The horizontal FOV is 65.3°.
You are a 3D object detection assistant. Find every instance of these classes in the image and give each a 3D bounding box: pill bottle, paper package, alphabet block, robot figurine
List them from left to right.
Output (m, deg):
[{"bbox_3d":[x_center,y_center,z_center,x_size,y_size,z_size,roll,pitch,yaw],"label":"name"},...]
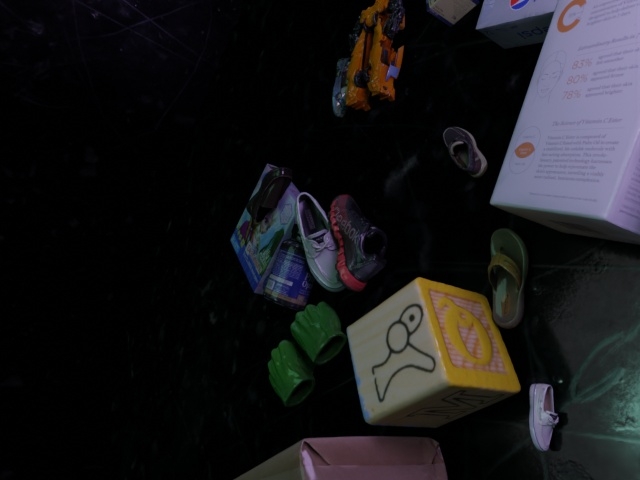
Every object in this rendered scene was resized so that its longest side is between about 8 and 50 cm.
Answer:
[{"bbox_3d":[-0.066,0.072,1.366,0.123,0.123,0.219,16,85,57],"label":"pill bottle"},{"bbox_3d":[0.018,0.484,0.908,0.325,0.310,0.168,-45,43,38],"label":"paper package"},{"bbox_3d":[0.148,-0.505,1.334,0.211,0.085,0.291,-2,76,55],"label":"robot figurine"},{"bbox_3d":[0.189,0.205,0.879,0.197,0.193,0.192,-42,46,39],"label":"alphabet block"}]

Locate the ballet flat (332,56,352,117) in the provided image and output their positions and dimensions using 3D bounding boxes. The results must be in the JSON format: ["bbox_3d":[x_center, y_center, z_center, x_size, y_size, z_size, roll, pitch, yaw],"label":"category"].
[{"bbox_3d":[0.074,-0.449,1.444,0.070,0.070,0.188,-15,68,53],"label":"ballet flat"}]

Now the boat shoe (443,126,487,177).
[{"bbox_3d":[0.289,-0.190,1.026,0.056,0.049,0.152,-54,38,28],"label":"boat shoe"}]

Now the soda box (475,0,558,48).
[{"bbox_3d":[0.424,-0.418,0.879,0.286,0.098,0.091,18,93,57],"label":"soda box"}]

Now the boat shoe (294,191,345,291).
[{"bbox_3d":[0.000,0.000,1.266,0.088,0.096,0.267,76,177,-74],"label":"boat shoe"}]

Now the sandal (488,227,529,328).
[{"bbox_3d":[0.321,0.062,0.875,0.072,0.049,0.180,-12,67,53],"label":"sandal"}]

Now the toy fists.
[{"bbox_3d":[-0.040,0.283,1.276,0.142,0.096,0.279,49,117,41],"label":"toy fists"}]

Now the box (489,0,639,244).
[{"bbox_3d":[0.418,-0.180,0.695,0.215,0.168,0.345,26,99,68],"label":"box"}]

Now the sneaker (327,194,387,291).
[{"bbox_3d":[0.095,-0.016,1.201,0.135,0.098,0.276,-37,43,32],"label":"sneaker"}]

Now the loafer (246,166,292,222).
[{"bbox_3d":[-0.145,-0.132,1.508,0.220,0.080,0.078,-50,50,39],"label":"loafer"}]

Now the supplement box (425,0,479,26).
[{"bbox_3d":[0.297,-0.549,1.134,0.083,0.083,0.056,-32,51,47],"label":"supplement box"}]

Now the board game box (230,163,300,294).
[{"bbox_3d":[-0.168,-0.042,1.621,0.318,0.066,0.318,-61,36,19],"label":"board game box"}]

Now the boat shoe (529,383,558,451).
[{"bbox_3d":[0.346,0.271,0.767,0.035,0.035,0.100,-24,51,53],"label":"boat shoe"}]
